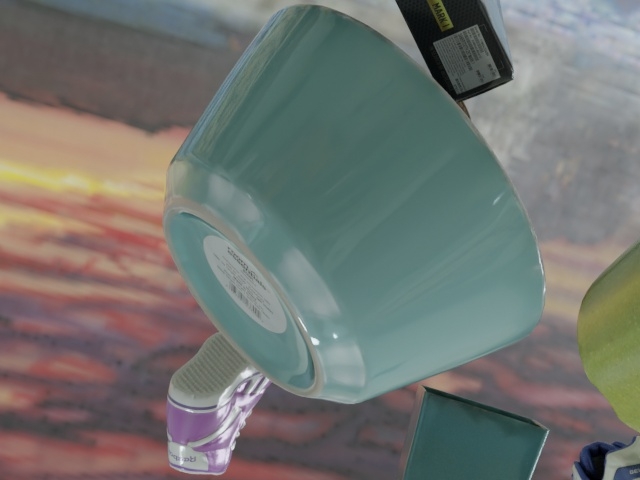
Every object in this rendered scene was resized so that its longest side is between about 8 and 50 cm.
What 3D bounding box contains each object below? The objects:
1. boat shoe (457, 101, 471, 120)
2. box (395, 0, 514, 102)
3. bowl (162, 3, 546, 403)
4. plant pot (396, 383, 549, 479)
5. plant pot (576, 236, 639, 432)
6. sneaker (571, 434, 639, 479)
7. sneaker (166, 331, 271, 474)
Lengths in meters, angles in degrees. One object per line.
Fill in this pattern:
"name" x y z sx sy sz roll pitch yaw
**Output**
"boat shoe" 0.169 -0.096 2.140 0.123 0.116 0.324 -10 -139 1
"box" 0.068 -0.239 1.124 0.059 0.233 0.183 -21 -151 13
"bowl" 0.000 0.000 1.151 0.163 0.311 0.311 -39 -135 -21
"plant pot" 0.178 0.327 2.028 0.165 0.234 0.165 17 179 1
"plant pot" 0.367 0.060 1.370 0.276 0.276 0.254 14 153 -21
"sneaker" 0.332 0.284 1.737 0.112 0.131 0.296 -25 171 -18
"sneaker" -0.130 0.222 2.103 0.102 0.161 0.282 16 -157 24
